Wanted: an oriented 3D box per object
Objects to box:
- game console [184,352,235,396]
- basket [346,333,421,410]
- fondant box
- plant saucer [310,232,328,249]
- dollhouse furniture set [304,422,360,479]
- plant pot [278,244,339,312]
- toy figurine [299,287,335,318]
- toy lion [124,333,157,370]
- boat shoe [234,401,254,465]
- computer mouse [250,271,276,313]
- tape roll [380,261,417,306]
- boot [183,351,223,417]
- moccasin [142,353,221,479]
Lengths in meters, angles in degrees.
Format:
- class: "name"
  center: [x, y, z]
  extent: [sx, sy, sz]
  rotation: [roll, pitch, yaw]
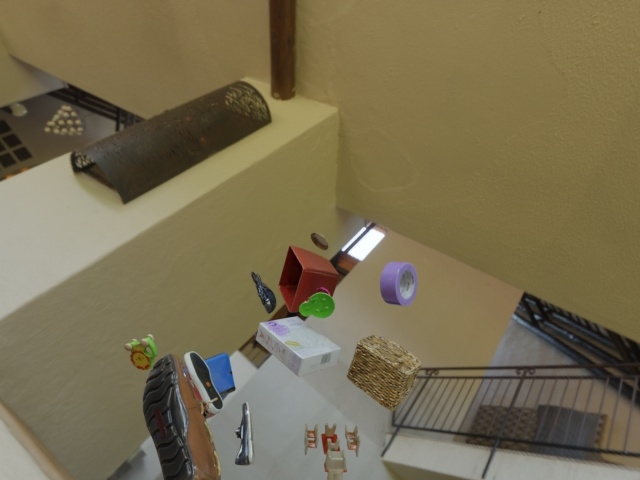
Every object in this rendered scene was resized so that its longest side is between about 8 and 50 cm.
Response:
- class: "game console"
  center: [-0.533, 0.638, 1.791]
  extent: [0.173, 0.293, 0.250]
  rotation: [-11, -90, 46]
- class: "basket"
  center: [0.313, 0.630, 2.051]
  extent: [0.299, 0.213, 0.223]
  rotation: [26, -70, 34]
- class: "fondant box"
  center: [-0.106, 0.479, 1.948]
  extent: [0.330, 0.238, 0.096]
  rotation: [25, -72, 43]
- class: "plant saucer"
  center: [0.000, 0.000, 1.558]
  extent: [0.083, 0.015, 0.083]
  rotation: [32, -31, 22]
- class: "dollhouse furniture set"
  center: [0.055, 0.996, 1.988]
  extent: [0.261, 0.259, 0.135]
  rotation: [5, -80, -6]
- class: "plant pot"
  center: [-0.055, 0.210, 2.239]
  extent: [0.267, 0.235, 0.268]
  rotation: [-126, -131, -58]
- class: "toy figurine"
  center: [-0.013, 0.292, 2.045]
  extent: [0.173, 0.159, 0.130]
  rotation: [-17, -77, 7]
- class: "toy lion"
  center: [-0.503, 0.323, 1.195]
  extent: [0.100, 0.034, 0.096]
  rotation: [-19, -78, 22]
- class: "boat shoe"
  center: [-0.260, 0.644, 1.409]
  extent: [0.075, 0.064, 0.206]
  rotation: [86, -6, -47]
- class: "computer mouse"
  center: [-0.266, 0.277, 2.098]
  extent: [0.272, 0.072, 0.189]
  rotation: [82, -17, -58]
- class: "tape roll"
  center: [0.341, 0.187, 1.820]
  extent: [0.080, 0.189, 0.189]
  rotation: [2, -57, 40]
- class: "boot"
  center: [-0.475, 0.544, 1.522]
  extent: [0.176, 0.088, 0.244]
  rotation: [-36, -110, 15]
- class: "moccasin"
  center: [-0.341, 0.451, 1.063]
  extent: [0.380, 0.139, 0.147]
  rotation: [45, 1, 41]
